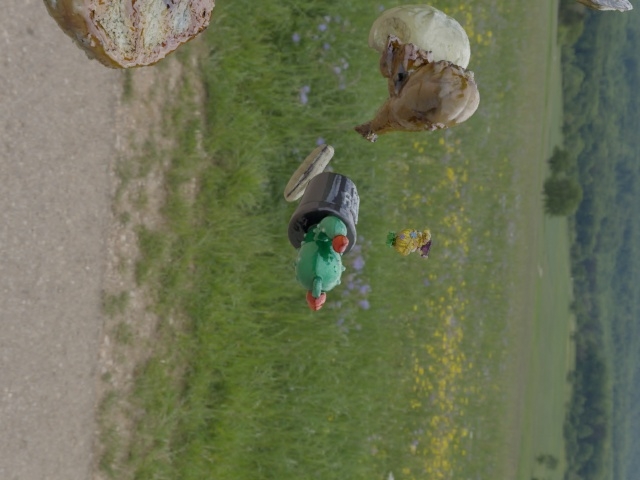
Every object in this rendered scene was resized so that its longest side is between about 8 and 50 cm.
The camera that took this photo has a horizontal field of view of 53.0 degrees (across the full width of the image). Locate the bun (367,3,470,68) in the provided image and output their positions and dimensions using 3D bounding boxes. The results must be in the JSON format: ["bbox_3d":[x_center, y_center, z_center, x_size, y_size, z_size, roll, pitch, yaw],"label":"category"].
[{"bbox_3d":[0.351,-0.700,2.206,0.364,0.364,0.202,-31,142,-68],"label":"bun"}]

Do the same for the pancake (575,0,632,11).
[{"bbox_3d":[0.541,-0.529,1.324,0.235,0.211,0.029,-81,-168,-50],"label":"pancake"}]

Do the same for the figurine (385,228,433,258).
[{"bbox_3d":[0.303,-0.006,2.180,0.115,0.156,0.095,97,15,-44],"label":"figurine"}]

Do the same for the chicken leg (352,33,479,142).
[{"bbox_3d":[0.225,-0.402,1.739,0.182,0.409,0.295,-38,100,-38],"label":"chicken leg"}]

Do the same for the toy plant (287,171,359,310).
[{"bbox_3d":[0.007,-0.008,1.674,0.185,0.279,0.400,30,43,-18],"label":"toy plant"}]

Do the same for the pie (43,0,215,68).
[{"bbox_3d":[-0.254,-0.359,0.842,0.308,0.085,0.308,-47,145,-49],"label":"pie"}]

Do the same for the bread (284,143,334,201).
[{"bbox_3d":[-0.038,-0.208,1.943,0.214,0.073,0.053,-52,141,-5],"label":"bread"}]
